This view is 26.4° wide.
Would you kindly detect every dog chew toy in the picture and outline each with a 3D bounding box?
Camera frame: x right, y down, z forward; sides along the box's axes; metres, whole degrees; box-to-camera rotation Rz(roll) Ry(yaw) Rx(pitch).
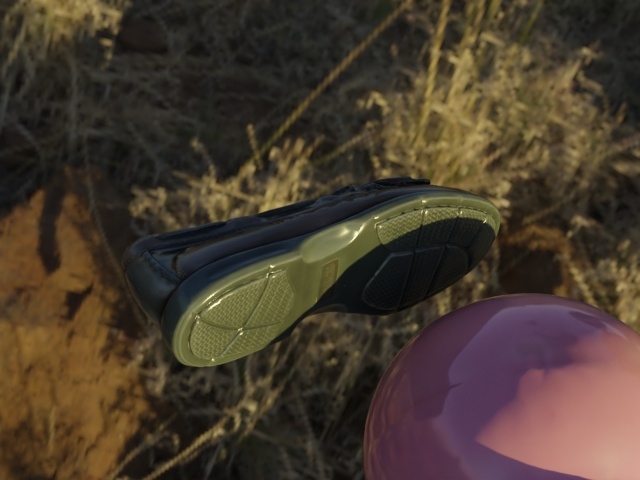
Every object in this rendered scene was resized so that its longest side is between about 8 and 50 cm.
[{"bbox_3d":[0.140,0.199,0.814,0.206,0.206,0.332,6,52,-20],"label":"dog chew toy"}]

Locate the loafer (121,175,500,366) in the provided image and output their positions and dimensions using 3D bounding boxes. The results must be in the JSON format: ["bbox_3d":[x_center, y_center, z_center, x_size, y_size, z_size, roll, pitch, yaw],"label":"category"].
[{"bbox_3d":[0.000,0.000,0.860,0.267,0.096,0.084,-15,45,-39],"label":"loafer"}]
